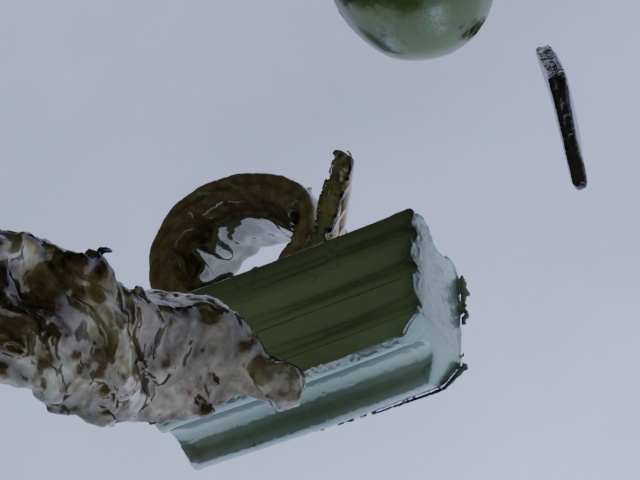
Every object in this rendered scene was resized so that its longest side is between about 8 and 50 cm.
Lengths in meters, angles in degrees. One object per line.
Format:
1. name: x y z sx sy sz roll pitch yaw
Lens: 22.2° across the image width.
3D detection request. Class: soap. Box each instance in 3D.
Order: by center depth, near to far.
1. soap: -0.008 0.086 1.372 0.261 0.094 0.150 -20 -139 20

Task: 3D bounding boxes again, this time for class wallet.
1. wallet: 0.264 -0.138 1.774 0.025 0.124 0.244 -14 -167 7

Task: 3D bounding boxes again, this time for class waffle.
1. waffle: 0.000 0.000 1.462 0.023 0.153 0.097 20 -130 9

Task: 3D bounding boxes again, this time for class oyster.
1. oyster: -0.191 0.040 1.112 0.204 0.396 0.111 26 -88 39

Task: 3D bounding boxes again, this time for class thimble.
1. thimble: -0.076 0.029 1.913 0.229 0.148 0.196 -25 -125 17

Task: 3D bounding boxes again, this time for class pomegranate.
1. pomegranate: 0.115 -0.285 1.622 0.247 0.202 0.202 -15 -142 28
